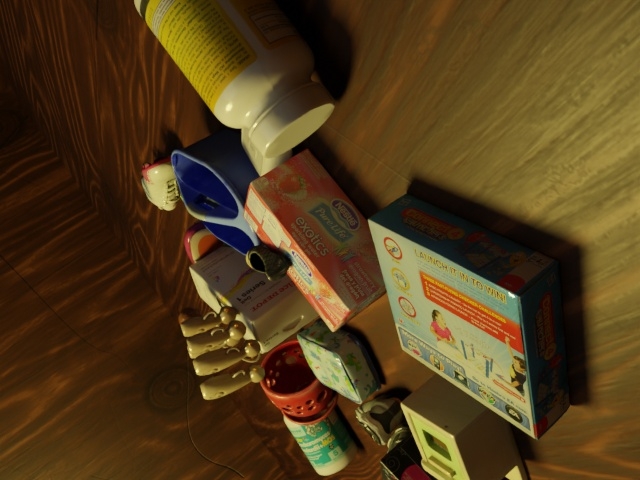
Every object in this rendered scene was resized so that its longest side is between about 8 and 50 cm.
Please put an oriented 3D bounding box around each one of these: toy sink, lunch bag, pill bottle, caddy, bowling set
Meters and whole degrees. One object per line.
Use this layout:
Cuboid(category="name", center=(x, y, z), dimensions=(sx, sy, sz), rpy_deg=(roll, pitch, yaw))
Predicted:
Cuboid(category="toy sink", center=(0.271, 0.389, 1.383), dimensions=(0.153, 0.131, 0.234), rpy_deg=(22, 141, 54))
Cuboid(category="lunch bag", center=(0.044, 0.293, 1.767), dimensions=(0.219, 0.090, 0.176), rpy_deg=(14, 133, 59))
Cuboid(category="pill bottle", center=(-0.013, 0.552, 2.168), dimensions=(0.264, 0.146, 0.146), rpy_deg=(58, 158, -7))
Cuboid(category="pill bottle", center=(-0.131, -0.304, 1.163), dimensions=(0.334, 0.188, 0.188), rpy_deg=(54, 158, 6))
Cuboid(category="caddy", center=(-0.209, -0.102, 1.616), dimensions=(0.341, 0.179, 0.241), rpy_deg=(27, 145, 49))
Cuboid(category="bowling set", center=(-0.230, 0.210, 1.654), dimensions=(0.287, 0.154, 0.199), rpy_deg=(92, 156, -55))

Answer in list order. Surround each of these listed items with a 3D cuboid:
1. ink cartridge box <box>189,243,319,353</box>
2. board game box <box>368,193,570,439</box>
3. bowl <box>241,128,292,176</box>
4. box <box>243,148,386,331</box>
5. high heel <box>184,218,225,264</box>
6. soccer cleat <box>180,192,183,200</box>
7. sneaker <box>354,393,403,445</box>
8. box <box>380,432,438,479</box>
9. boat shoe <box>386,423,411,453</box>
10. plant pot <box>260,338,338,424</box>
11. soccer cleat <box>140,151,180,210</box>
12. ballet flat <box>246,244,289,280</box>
Cuboid(category="ink cartridge box", center=(-0.153, 0.114, 1.769), dimensions=(0.278, 0.201, 0.117), rpy_deg=(35, 149, 40))
Cuboid(category="board game box", center=(0.231, 0.113, 1.140), dimensions=(0.308, 0.086, 0.301), rpy_deg=(31, 147, 46))
Cuboid(category="bowl", center=(-0.112, -0.189, 1.434), dimensions=(0.142, 0.053, 0.142), rpy_deg=(59, 161, 18))
Cuboid(category="box", center=(0.000, 0.000, 1.377), dimensions=(0.300, 0.142, 0.154), rpy_deg=(51, 158, 12))
Cuboid(category="high heel", center=(-0.324, -0.020, 1.916), dimensions=(0.181, 0.127, 0.377), rpy_deg=(41, 174, 12))
Cuboid(category="soccer cleat", center=(-0.362, -0.136, 2.019), dimensions=(0.179, 0.072, 0.060), rpy_deg=(6, 127, 62))
Cuboid(category="sneaker", center=(0.149, 0.417, 1.731), dimensions=(0.100, 0.108, 0.271), rpy_deg=(46, 174, 6))
Cuboid(category="box", center=(0.267, 0.526, 1.542), dimensions=(0.247, 0.163, 0.142), rpy_deg=(43, 158, 29))
Cuboid(category="boat shoe", center=(0.204, 0.509, 1.790), dimensions=(0.233, 0.084, 0.079), rpy_deg=(88, 177, -63))
Cuboid(category="plant pot", center=(-0.049, 0.387, 1.972), dimensions=(0.191, 0.191, 0.174), rpy_deg=(34, 158, 42))
Cuboid(category="soccer cleat", center=(-0.441, -0.162, 2.090), dimensions=(0.143, 0.116, 0.331), rpy_deg=(67, 165, -5))
Cuboid(category="ballet flat", center=(-0.114, 0.044, 1.418), dimensions=(0.057, 0.049, 0.173), rpy_deg=(62, 160, -16))
